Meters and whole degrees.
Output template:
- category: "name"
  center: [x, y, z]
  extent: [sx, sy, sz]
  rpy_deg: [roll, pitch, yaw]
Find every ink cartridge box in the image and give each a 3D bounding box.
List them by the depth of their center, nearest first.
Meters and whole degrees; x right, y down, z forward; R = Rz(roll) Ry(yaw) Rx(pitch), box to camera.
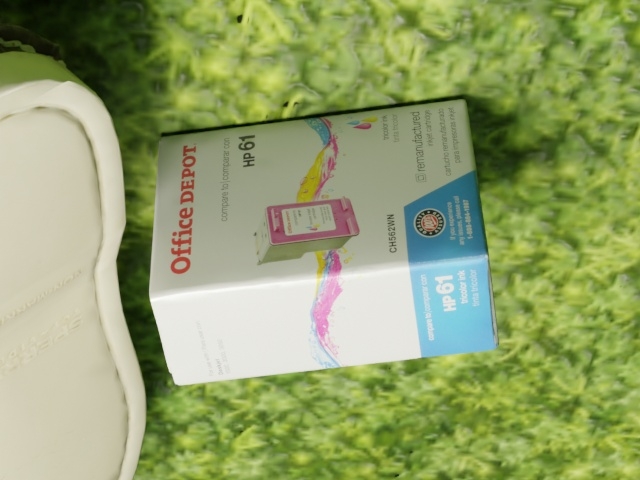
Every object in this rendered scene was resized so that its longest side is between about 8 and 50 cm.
- category: "ink cartridge box"
  center: [0.000, 0.000, 0.600]
  extent: [0.122, 0.088, 0.052]
  rpy_deg: [-8, 134, 5]

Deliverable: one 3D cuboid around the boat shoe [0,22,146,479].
- category: "boat shoe"
  center: [-0.142, 0.040, 0.629]
  extent: [0.117, 0.097, 0.324]
  rpy_deg: [-31, 148, -30]
